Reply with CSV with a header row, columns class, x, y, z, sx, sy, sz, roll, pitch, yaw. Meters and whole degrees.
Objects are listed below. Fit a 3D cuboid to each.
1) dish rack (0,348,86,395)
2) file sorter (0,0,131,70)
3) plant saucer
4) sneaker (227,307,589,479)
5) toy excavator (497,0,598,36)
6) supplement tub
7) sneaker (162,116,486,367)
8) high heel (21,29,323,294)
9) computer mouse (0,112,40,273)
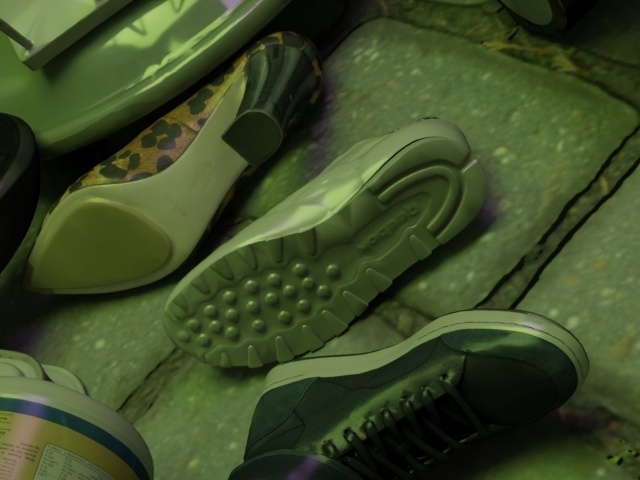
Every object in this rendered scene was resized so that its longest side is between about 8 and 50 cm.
class,x,y,z,sx,sy,sz,roll,pitch,yaw
dish rack,-0.339,0.196,1.169,0.286,0.072,0.332,4,53,30
file sorter,-0.173,-0.300,1.222,0.278,0.173,0.192,-34,64,8
plant saucer,-0.159,-0.229,1.403,0.400,0.100,0.400,-27,28,16
sneaker,0.037,0.128,0.947,0.226,0.086,0.163,-19,30,37
toy excavator,0.086,-0.366,1.221,0.222,0.433,0.445,-44,80,-7
supplement tub,-0.191,0.198,1.022,0.144,0.144,0.199,-11,46,30
sneaker,0.000,0.000,1.133,0.235,0.090,0.095,-30,26,4
high heel,-0.108,-0.057,1.286,0.261,0.093,0.186,-32,17,24
computer mouse,-0.297,0.018,1.244,0.189,0.072,0.272,12,53,35
